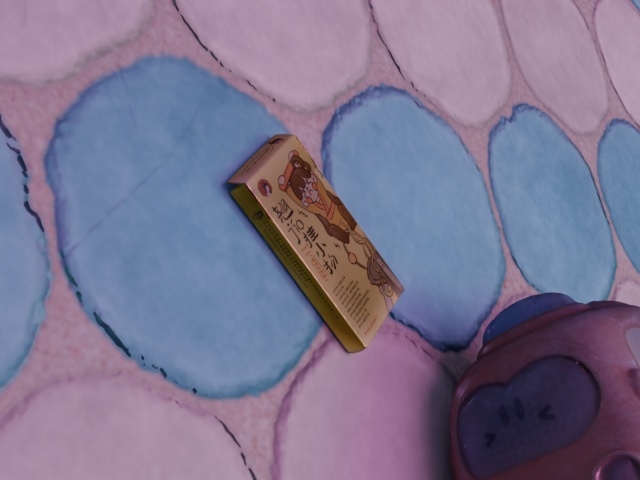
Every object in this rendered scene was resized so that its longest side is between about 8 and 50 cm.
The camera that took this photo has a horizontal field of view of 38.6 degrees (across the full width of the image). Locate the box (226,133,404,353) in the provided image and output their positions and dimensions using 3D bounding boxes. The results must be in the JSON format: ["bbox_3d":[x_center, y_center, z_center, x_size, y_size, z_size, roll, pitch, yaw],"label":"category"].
[{"bbox_3d":[0.000,0.000,0.629,0.149,0.020,0.073,53,42,-15],"label":"box"}]

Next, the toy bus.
[{"bbox_3d":[0.216,0.150,0.676,0.294,0.197,0.231,5,59,-45],"label":"toy bus"}]
